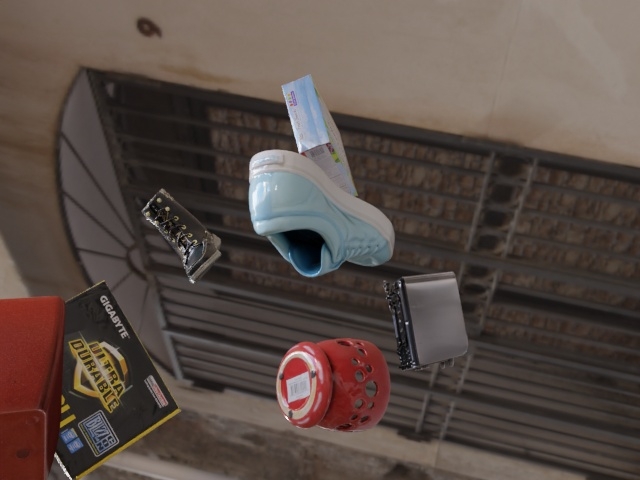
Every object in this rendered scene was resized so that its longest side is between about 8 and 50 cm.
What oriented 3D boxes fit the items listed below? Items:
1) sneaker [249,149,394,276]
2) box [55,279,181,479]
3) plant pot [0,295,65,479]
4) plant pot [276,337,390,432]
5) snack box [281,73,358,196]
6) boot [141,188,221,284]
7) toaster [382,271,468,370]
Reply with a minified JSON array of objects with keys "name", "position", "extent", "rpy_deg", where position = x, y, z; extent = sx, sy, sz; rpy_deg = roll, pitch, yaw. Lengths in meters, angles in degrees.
[{"name":"sneaker","position":[0.000,0.000,1.221],"extent":[0.366,0.135,0.150],"rpy_deg":[31,-122,-48]},{"name":"box","position":[-0.480,0.284,1.591],"extent":[0.257,0.322,0.079],"rpy_deg":[-31,5,-26]},{"name":"plant pot","position":[-0.551,0.273,1.268],"extent":[0.236,0.267,0.267],"rpy_deg":[-124,39,-51]},{"name":"plant pot","position":[0.018,0.288,1.560],"extent":[0.191,0.174,0.191],"rpy_deg":[-19,66,49]},{"name":"snack box","position":[0.001,-0.196,1.541],"extent":[0.207,0.070,0.175],"rpy_deg":[54,-162,-57]},{"name":"boot","position":[-0.293,-0.011,1.596],"extent":[0.085,0.178,0.236],"rpy_deg":[-45,14,7]},{"name":"toaster","position":[0.188,0.142,1.403],"extent":[0.168,0.110,0.186],"rpy_deg":[100,162,-77]}]
